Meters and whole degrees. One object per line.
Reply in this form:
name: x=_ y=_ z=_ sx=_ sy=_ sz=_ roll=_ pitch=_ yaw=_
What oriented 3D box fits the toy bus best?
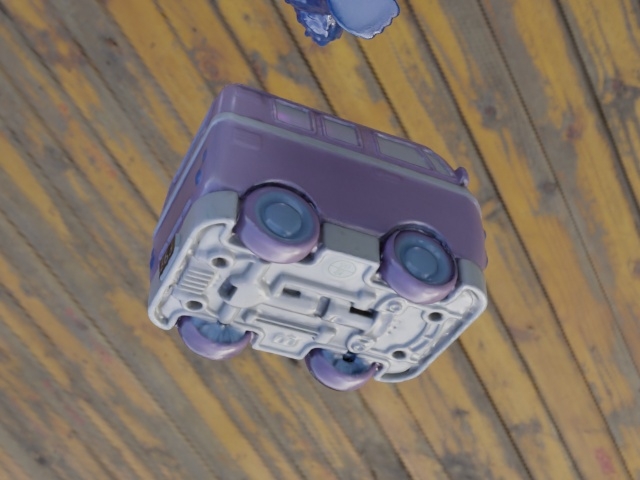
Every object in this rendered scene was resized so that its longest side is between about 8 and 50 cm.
toy bus: x=0.000 y=0.000 z=0.655 sx=0.202 sy=0.142 sz=0.142 roll=17 pitch=136 yaw=-19

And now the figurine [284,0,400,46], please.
figurine: x=0.002 y=-0.270 z=0.898 sx=0.121 sy=0.262 sz=0.164 roll=14 pitch=96 yaw=-15
